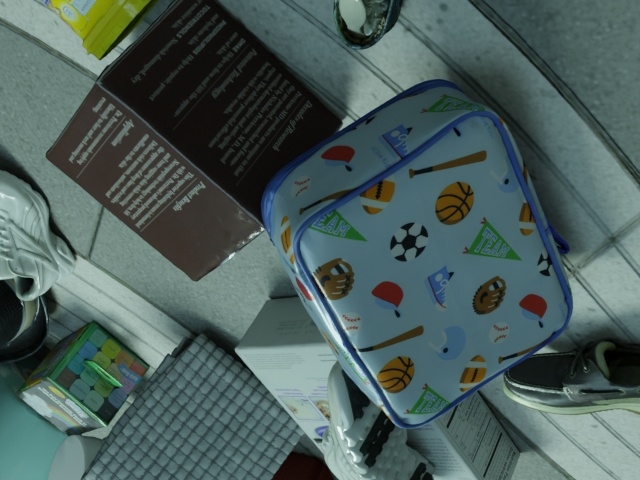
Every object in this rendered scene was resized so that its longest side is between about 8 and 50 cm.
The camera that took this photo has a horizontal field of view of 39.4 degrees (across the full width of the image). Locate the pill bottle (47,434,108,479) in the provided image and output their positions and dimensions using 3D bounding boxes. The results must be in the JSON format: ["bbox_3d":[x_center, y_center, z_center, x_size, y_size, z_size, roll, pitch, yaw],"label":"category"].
[{"bbox_3d":[-0.319,0.429,1.575,0.283,0.160,0.160,21,156,-38],"label":"pill bottle"}]

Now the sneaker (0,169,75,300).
[{"bbox_3d":[-0.444,-0.001,1.291,0.090,0.115,0.232,6,137,32],"label":"sneaker"}]

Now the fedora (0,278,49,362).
[{"bbox_3d":[-0.624,0.120,1.468,0.334,0.152,0.333,7,122,12],"label":"fedora"}]

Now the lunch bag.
[{"bbox_3d":[0.103,0.018,0.829,0.303,0.243,0.115,60,172,-35],"label":"lunch bag"}]

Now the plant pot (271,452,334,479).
[{"bbox_3d":[-0.091,0.499,1.516,0.268,0.235,0.267,3,135,33],"label":"plant pot"}]

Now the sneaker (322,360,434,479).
[{"bbox_3d":[0.047,0.238,1.065,0.118,0.110,0.292,16,142,34],"label":"sneaker"}]

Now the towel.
[{"bbox_3d":[-0.187,0.311,1.349,0.235,0.283,0.121,36,171,1],"label":"towel"}]

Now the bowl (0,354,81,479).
[{"bbox_3d":[-0.562,0.322,1.661,0.311,0.163,0.311,45,178,2],"label":"bowl"}]

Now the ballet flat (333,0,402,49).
[{"bbox_3d":[0.041,-0.230,0.707,0.070,0.070,0.188,19,142,18],"label":"ballet flat"}]

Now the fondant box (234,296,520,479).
[{"bbox_3d":[0.078,0.213,1.174,0.238,0.096,0.330,-8,127,42],"label":"fondant box"}]

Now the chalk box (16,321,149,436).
[{"bbox_3d":[-0.395,0.234,1.522,0.132,0.132,0.213,45,141,-16],"label":"chalk box"}]

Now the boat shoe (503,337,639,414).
[{"bbox_3d":[0.299,0.137,0.940,0.224,0.080,0.073,1,129,28],"label":"boat shoe"}]

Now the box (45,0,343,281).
[{"bbox_3d":[-0.126,-0.102,0.893,0.203,0.167,0.168,42,143,-13],"label":"box"}]

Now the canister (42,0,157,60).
[{"bbox_3d":[-0.238,-0.273,0.857,0.170,0.073,0.126,45,142,-14],"label":"canister"}]
